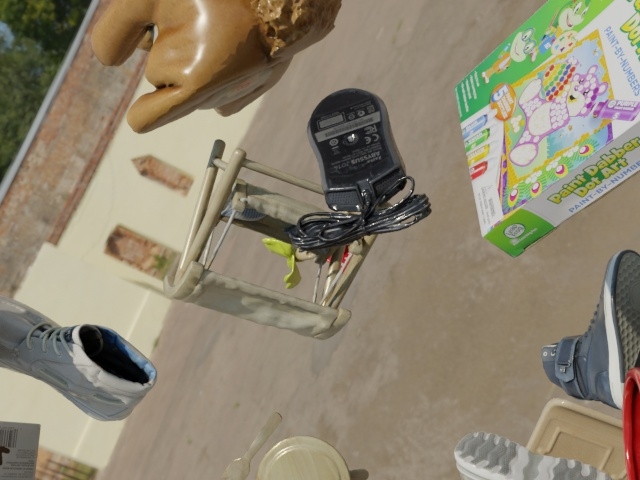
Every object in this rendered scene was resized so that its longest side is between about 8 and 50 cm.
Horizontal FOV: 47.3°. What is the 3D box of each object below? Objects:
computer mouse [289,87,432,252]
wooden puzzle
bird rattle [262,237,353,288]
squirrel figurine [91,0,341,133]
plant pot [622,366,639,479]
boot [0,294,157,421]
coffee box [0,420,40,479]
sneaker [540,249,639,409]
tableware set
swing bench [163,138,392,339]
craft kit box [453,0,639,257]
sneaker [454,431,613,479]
[{"bbox_3d":[0.047,-0.097,1.012,0.072,0.189,0.272,60,-161,-50],"label":"computer mouse"},{"bbox_3d":[0.509,0.477,1.374,0.080,0.322,0.347,-79,10,-74],"label":"wooden puzzle"},{"bbox_3d":[0.000,0.000,1.702,0.254,0.143,0.207,-24,14,32],"label":"bird rattle"},{"bbox_3d":[-0.177,-0.400,1.047,0.397,0.370,0.281,-27,2,35],"label":"squirrel figurine"},{"bbox_3d":[0.444,0.237,0.824,0.191,0.174,0.191,-4,-90,-78],"label":"plant pot"},{"bbox_3d":[-0.325,0.126,0.917,0.123,0.258,0.095,-43,20,40],"label":"boot"},{"bbox_3d":[-0.502,0.395,1.069,0.141,0.098,0.246,-16,65,38],"label":"coffee box"},{"bbox_3d":[0.397,0.126,1.068,0.163,0.086,0.226,177,96,-66],"label":"sneaker"},{"bbox_3d":[-0.045,0.262,0.677,0.194,0.128,0.039,-52,-4,5],"label":"tableware set"},{"bbox_3d":[-0.070,0.013,1.099,0.254,0.253,0.165,-70,21,6],"label":"swing bench"},{"bbox_3d":[0.247,-0.146,0.712,0.247,0.061,0.249,-39,34,33],"label":"craft kit box"},{"bbox_3d":[0.329,0.376,1.056,0.281,0.115,0.105,21,43,40],"label":"sneaker"}]
